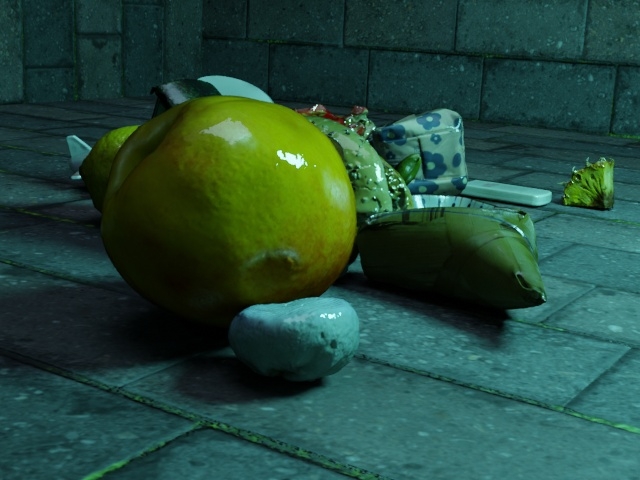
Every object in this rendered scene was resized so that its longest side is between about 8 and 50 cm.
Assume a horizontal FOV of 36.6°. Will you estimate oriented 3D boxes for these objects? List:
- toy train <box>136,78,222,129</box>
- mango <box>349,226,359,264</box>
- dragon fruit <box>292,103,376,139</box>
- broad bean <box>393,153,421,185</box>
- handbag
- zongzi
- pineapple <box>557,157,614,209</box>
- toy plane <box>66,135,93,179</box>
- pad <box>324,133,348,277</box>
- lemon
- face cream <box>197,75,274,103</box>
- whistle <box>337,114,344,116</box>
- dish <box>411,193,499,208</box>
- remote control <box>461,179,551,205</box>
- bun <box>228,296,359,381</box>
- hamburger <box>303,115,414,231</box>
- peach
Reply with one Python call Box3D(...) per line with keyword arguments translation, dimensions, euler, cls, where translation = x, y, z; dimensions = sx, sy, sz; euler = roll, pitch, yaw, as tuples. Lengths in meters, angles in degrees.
Box3D(translation=(-0.178, -0.109, 1.509), dimensions=(0.139, 0.178, 0.330), euler=(-8, 45, -40), cls="toy train")
Box3D(translation=(0.005, 0.000, 1.456), dimensions=(0.111, 0.089, 0.163), euler=(4, 4, 2), cls="mango")
Box3D(translation=(-0.017, -0.150, 1.780), dimensions=(0.268, 0.205, 0.210), euler=(-29, 34, 9), cls="dragon fruit")
Box3D(translation=(0.096, -0.075, 1.681), dimensions=(0.039, 0.227, 0.069), euler=(34, 45, -20), cls="broad bean")
Box3D(translation=(0.188, -0.178, 2.054), dimensions=(0.193, 0.190, 0.251), euler=(-6, 7, -8), cls="handbag")
Box3D(translation=(0.164, 0.035, 1.288), dimensions=(0.260, 0.122, 0.289), euler=(1, 17, 11), cls="zongzi")
Box3D(translation=(0.574, -0.108, 2.043), dimensions=(0.069, 0.137, 0.116), euler=(-21, 69, -51), cls="pineapple")
Box3D(translation=(-0.395, -0.166, 1.984), dimensions=(0.252, 0.118, 0.252), euler=(-5, 27, 3), cls="toy plane")
Box3D(translation=(-0.051, -0.044, 1.323), dimensions=(0.176, 0.266, 0.002), euler=(5, 44, 10), cls="pad")
Box3D(translation=(-0.315, -0.113, 1.699), dimensions=(0.193, 0.180, 0.180), euler=(20, 3, -30), cls="lemon")
Box3D(translation=(-0.190, -0.215, 1.908), dimensions=(0.177, 0.152, 0.177), euler=(14, 35, -10), cls="face cream")
Box3D(translation=(-0.023, -0.197, 2.112), dimensions=(0.188, 0.168, 0.405), euler=(7, 14, 20), cls="whistle")
Box3D(translation=(0.216, -0.031, 1.676), dimensions=(0.191, 0.066, 0.190), euler=(4, 15, -1), cls="dish")
Box3D(translation=(0.401, -0.102, 2.089), dimensions=(0.190, 0.029, 0.087), euler=(11, 16, 32), cls="remote control")
Box3D(translation=(-0.027, 0.106, 1.018), dimensions=(0.141, 0.083, 0.141), euler=(-3, 5, 0), cls="bun")
Box3D(translation=(0.018, -0.100, 1.583), dimensions=(0.288, 0.192, 0.168), euler=(8, -8, 28), cls="hamburger")
Box3D(translation=(-0.093, -0.027, 1.151), dimensions=(0.308, 0.289, 0.289), euler=(34, -1, -26), cls="peach")
